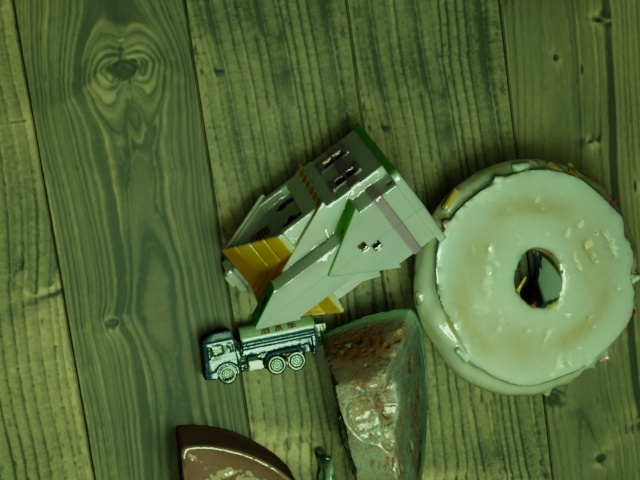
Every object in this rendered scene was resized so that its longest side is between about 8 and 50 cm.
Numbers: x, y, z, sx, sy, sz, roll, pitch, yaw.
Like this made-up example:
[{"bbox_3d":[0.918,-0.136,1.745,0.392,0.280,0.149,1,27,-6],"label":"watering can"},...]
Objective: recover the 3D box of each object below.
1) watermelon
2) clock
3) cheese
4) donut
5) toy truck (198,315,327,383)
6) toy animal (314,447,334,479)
[{"bbox_3d":[0.070,0.260,1.668,0.148,0.226,0.318,-2,80,16],"label":"watermelon"},{"bbox_3d":[0.000,0.000,1.658,0.309,0.235,0.166,-36,118,4],"label":"clock"},{"bbox_3d":[-0.124,0.386,1.720,0.177,0.128,0.203,-7,96,-10],"label":"cheese"},{"bbox_3d":[0.318,0.053,1.766,0.382,0.142,0.383,-2,98,-12],"label":"donut"},{"bbox_3d":[-0.087,0.164,1.731,0.201,0.074,0.088,-10,94,-11],"label":"toy truck"},{"bbox_3d":[0.023,0.413,1.780,0.255,0.090,0.170,-16,104,-7],"label":"toy animal"}]
